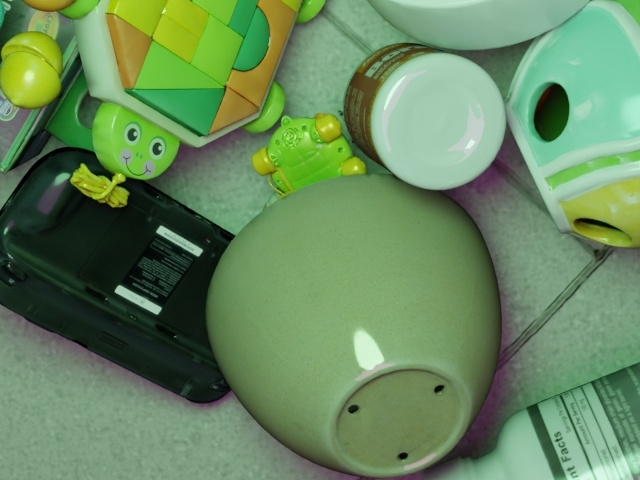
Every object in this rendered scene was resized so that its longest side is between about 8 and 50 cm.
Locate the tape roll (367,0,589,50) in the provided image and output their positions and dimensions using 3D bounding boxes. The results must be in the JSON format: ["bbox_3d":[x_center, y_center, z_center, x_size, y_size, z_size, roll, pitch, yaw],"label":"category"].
[{"bbox_3d":[0.141,-0.318,1.550,0.286,0.100,0.286,-7,70,19],"label":"tape roll"}]

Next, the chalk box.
[{"bbox_3d":[-0.304,-0.184,1.612,0.289,0.179,0.180,32,98,-5],"label":"chalk box"}]

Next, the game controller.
[{"bbox_3d":[-0.171,0.038,1.640,0.319,0.067,0.166,32,89,-35],"label":"game controller"}]

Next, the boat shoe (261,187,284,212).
[{"bbox_3d":[0.000,0.000,1.702,0.135,0.050,0.045,44,115,-4],"label":"boat shoe"}]

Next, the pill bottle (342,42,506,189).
[{"bbox_3d":[0.087,-0.120,1.586,0.121,0.216,0.121,-2,100,-10],"label":"pill bottle"}]

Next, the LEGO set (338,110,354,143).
[{"bbox_3d":[0.011,-0.088,1.701,0.083,0.023,0.054,-41,100,-7],"label":"LEGO set"}]

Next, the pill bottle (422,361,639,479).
[{"bbox_3d":[0.295,0.233,1.648,0.363,0.210,0.210,-23,98,5],"label":"pill bottle"}]

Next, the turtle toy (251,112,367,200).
[{"bbox_3d":[-0.001,-0.067,1.649,0.095,0.066,0.130,-26,110,16],"label":"turtle toy"}]

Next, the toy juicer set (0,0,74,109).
[{"bbox_3d":[-0.310,-0.145,1.467,0.209,0.089,0.329,32,97,20],"label":"toy juicer set"}]

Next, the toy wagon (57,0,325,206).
[{"bbox_3d":[-0.122,-0.189,1.551,0.267,0.068,0.344,30,75,-45],"label":"toy wagon"}]

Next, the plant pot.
[{"bbox_3d":[0.048,0.109,1.587,0.284,0.191,0.284,-7,125,-10],"label":"plant pot"}]

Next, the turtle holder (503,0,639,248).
[{"bbox_3d":[0.307,-0.082,1.572,0.227,0.243,0.320,-25,85,6],"label":"turtle holder"}]
